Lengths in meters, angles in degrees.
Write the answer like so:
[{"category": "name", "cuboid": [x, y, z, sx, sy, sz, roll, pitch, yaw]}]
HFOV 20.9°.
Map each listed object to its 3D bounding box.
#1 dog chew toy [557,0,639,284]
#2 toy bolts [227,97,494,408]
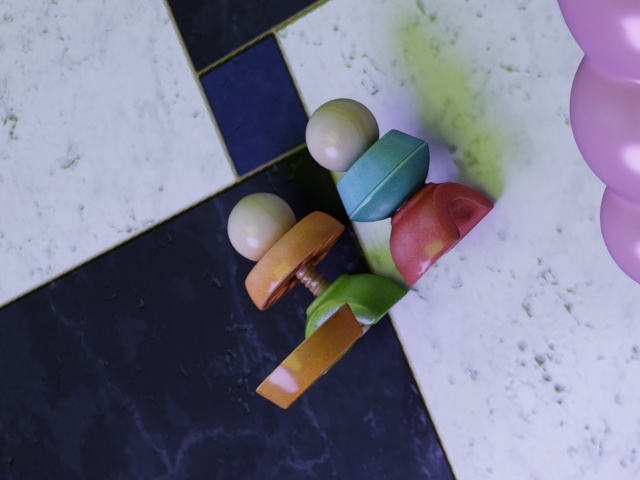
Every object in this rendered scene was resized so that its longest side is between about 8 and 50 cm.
[{"category": "dog chew toy", "cuboid": [0.261, -0.111, 1.190, 0.206, 0.206, 0.332, 15, 119, 35]}, {"category": "toy bolts", "cuboid": [0.000, 0.000, 1.413, 0.158, 0.218, 0.228, 46, 119, 4]}]
